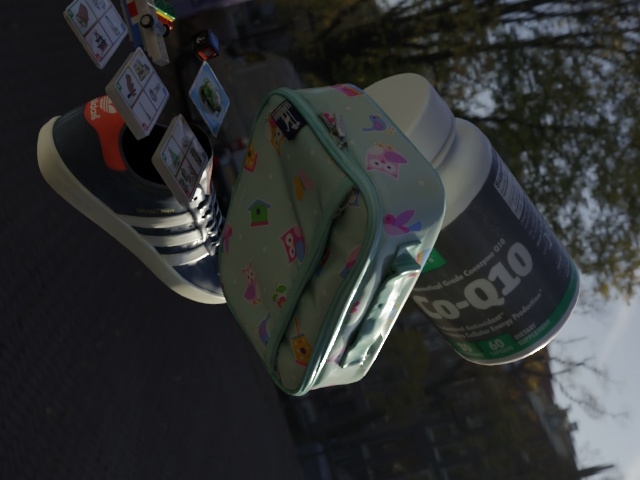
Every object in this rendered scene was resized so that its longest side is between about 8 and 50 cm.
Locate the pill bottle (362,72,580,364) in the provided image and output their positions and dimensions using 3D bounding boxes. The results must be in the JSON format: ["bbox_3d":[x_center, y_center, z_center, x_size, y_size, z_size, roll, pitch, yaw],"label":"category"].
[{"bbox_3d":[0.160,-0.023,1.208,0.361,0.204,0.204,47,16,-30],"label":"pill bottle"}]

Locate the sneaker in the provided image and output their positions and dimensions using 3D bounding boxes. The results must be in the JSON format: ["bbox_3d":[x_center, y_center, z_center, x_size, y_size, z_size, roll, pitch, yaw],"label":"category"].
[{"bbox_3d":[-0.158,-0.047,1.124,0.350,0.148,0.131,40,28,-44],"label":"sneaker"}]

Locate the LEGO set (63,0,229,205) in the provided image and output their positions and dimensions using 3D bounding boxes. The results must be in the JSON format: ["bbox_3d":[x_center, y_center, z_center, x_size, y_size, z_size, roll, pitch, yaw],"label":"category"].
[{"bbox_3d":[-0.151,-0.160,0.840,0.182,0.060,0.244,60,22,-28],"label":"LEGO set"}]

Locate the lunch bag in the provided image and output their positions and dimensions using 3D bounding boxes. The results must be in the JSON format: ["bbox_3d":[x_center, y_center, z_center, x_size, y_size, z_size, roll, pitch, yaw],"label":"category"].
[{"bbox_3d":[0.000,0.000,0.926,0.224,0.108,0.279,57,-40,39],"label":"lunch bag"}]
